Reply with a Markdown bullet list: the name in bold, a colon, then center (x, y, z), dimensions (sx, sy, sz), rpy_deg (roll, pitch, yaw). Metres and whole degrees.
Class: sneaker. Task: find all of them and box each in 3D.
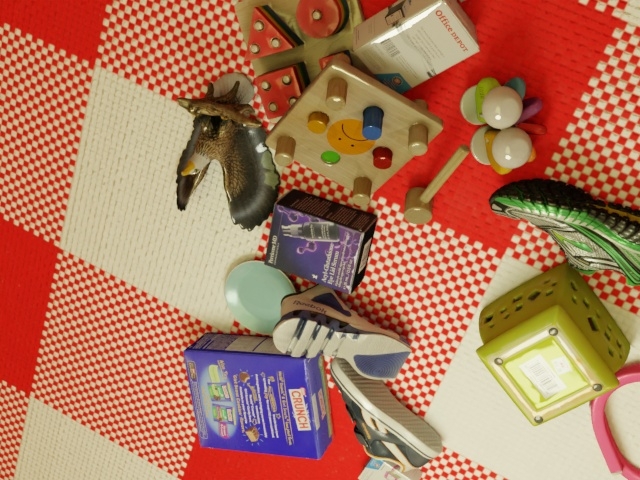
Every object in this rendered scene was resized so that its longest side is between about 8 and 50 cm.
- **sneaker**: center (0.044, 0.177, 1.822), dimensions (0.316, 0.182, 0.127), rpy_deg (18, 122, -19)
- **sneaker**: center (0.119, 0.401, 1.877), dimensions (0.321, 0.126, 0.127), rpy_deg (44, 114, -1)
- **sneaker**: center (0.477, -0.011, 1.564), dimensions (0.344, 0.134, 0.146), rpy_deg (23, 118, 12)

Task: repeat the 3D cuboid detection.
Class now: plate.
- **plate**: center (-0.135, 0.130, 1.929), dimensions (0.188, 0.024, 0.188), rpy_deg (8, 114, 19)

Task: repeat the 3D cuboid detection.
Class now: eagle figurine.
- **eagle figurine**: center (-0.219, -0.186, 1.771), dimensions (0.298, 0.225, 0.226), rpy_deg (86, 160, -51)

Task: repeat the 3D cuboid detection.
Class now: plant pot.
- **plant pot**: center (0.446, 0.214, 1.625), dimensions (0.227, 0.207, 0.228), rpy_deg (-35, 96, 29)

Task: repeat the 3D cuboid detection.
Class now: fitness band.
- **fitness band**: center (0.669, 0.385, 1.691), dimensions (0.209, 0.054, 0.290), rpy_deg (-17, 104, 26)

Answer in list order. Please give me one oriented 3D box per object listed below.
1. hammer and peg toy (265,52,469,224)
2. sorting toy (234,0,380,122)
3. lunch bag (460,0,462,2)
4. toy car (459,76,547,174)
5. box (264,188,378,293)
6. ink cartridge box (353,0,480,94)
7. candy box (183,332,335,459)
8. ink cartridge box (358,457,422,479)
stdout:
- **hammer and peg toy**: center (0.109, -0.189, 1.604), dimensions (0.361, 0.127, 0.266), rpy_deg (25, 138, -21)
- **sorting toy**: center (-0.035, -0.376, 1.649), dimensions (0.257, 0.089, 0.255), rpy_deg (-10, 106, 25)
- **lunch bag**: center (0.277, -0.483, 1.503), dimensions (0.083, 0.053, 0.071), rpy_deg (-28, 96, 38)
- **toy car**: center (0.351, -0.221, 1.540), dimensions (0.136, 0.159, 0.182), rpy_deg (-20, 104, -8)
- **box**: center (0.000, 0.000, 1.775), dimensions (0.207, 0.108, 0.153), rpy_deg (17, 116, 14)
- **ink cartridge box**: center (0.176, -0.372, 1.539), dimensions (0.191, 0.082, 0.140), rpy_deg (-26, 132, 27)
- **candy box**: center (-0.142, 0.365, 1.970), dimensions (0.317, 0.122, 0.268), rpy_deg (2, 110, 22)
- **ink cartridge box**: center (0.165, 0.554, 1.961), dimensions (0.122, 0.052, 0.088), rpy_deg (32, 118, 6)
